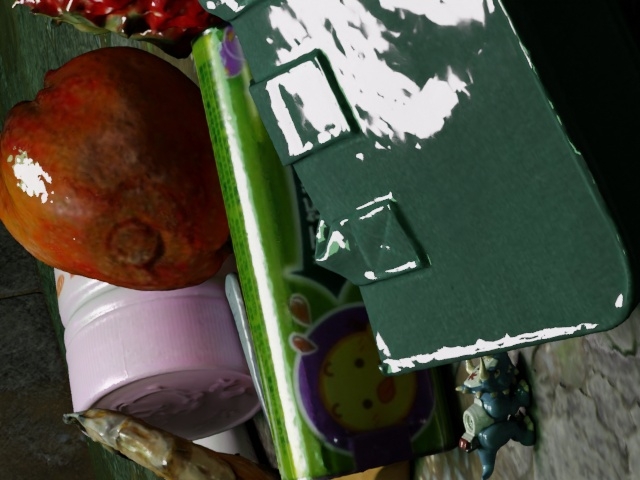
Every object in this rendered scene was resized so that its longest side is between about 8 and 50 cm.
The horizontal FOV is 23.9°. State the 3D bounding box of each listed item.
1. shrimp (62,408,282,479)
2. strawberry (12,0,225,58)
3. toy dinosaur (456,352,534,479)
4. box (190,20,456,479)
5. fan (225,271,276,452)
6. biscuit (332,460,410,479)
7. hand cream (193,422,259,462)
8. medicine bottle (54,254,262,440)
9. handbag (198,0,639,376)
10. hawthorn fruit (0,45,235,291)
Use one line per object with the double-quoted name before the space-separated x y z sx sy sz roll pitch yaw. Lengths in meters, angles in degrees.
"shrimp" -0.119 0.223 1.458 0.071 0.233 0.365 -65 -18 -9
"strawberry" -0.174 -0.315 1.351 0.257 0.257 0.277 -158 80 -71
"toy dinosaur" 0.111 0.112 0.982 0.030 0.047 0.083 -162 64 -70
"box" 0.000 0.000 1.134 0.097 0.134 0.346 154 104 -73
"fan" -0.042 0.161 1.389 0.057 0.023 0.282 113 141 -68
"biscuit" -0.005 0.075 1.333 0.312 0.057 0.351 146 112 -71
"hand cream" -0.121 0.268 1.757 0.359 0.118 0.186 -110 15 -57
"medicine bottle" -0.170 0.029 1.548 0.202 0.202 0.316 109 151 -59
"handbag" 0.047 -0.096 0.781 0.238 0.089 0.326 -19 100 54
"hawthorn fruit" -0.165 -0.048 1.361 0.261 0.224 0.224 37 156 2
